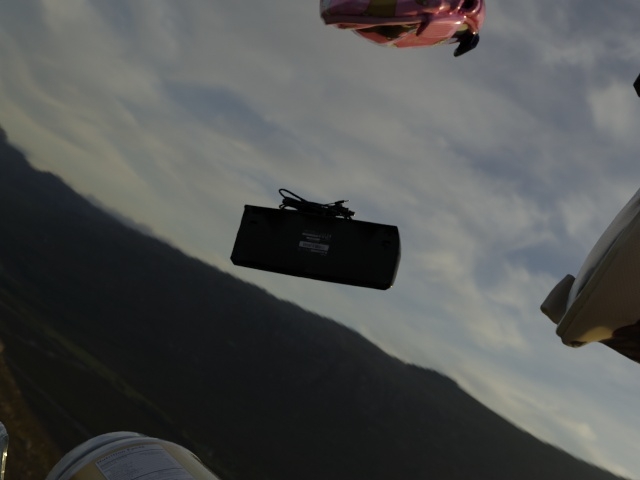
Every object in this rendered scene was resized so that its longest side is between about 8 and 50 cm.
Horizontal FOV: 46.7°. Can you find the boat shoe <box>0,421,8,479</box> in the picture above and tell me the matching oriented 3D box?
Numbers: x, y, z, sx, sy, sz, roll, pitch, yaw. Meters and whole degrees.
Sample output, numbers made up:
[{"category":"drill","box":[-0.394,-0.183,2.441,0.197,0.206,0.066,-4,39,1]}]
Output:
[{"category":"boat shoe","box":[-0.394,0.326,0.870,0.081,0.228,0.079,14,-5,2]}]

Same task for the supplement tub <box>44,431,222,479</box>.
[{"category":"supplement tub","box":[-0.187,0.357,0.825,0.228,0.228,0.316,43,-16,-29]}]

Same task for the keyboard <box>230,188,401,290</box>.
[{"category":"keyboard","box":[0.000,0.000,0.831,0.192,0.100,0.038,10,-18,18]}]

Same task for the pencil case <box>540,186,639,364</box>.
[{"category":"pencil case","box":[0.356,0.083,0.460,0.410,0.160,0.184,27,-46,16]}]

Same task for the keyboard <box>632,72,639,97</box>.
[{"category":"keyboard","box":[0.304,-0.134,0.503,0.023,0.108,0.180,33,4,-28]}]

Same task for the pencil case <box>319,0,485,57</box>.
[{"category":"pencil case","box":[0.102,-0.372,0.670,0.167,0.386,0.160,9,7,9]}]
